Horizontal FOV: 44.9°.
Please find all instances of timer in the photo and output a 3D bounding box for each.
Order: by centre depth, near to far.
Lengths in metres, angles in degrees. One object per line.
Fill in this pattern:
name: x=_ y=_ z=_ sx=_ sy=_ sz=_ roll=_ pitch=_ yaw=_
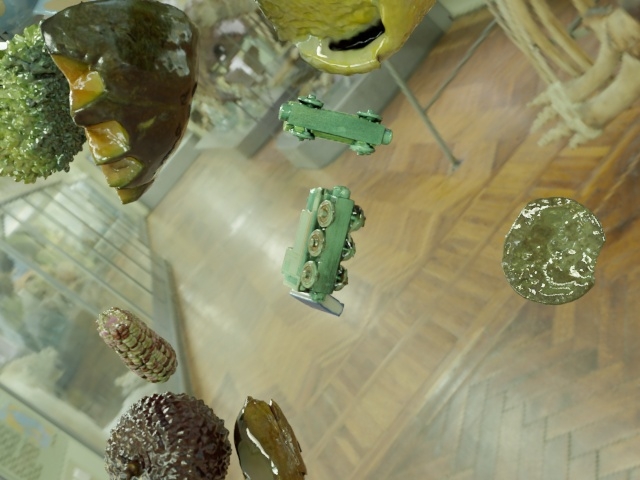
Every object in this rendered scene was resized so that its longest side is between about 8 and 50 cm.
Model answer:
timer: x=-0.521 y=-0.440 z=1.341 sx=0.256 sy=0.175 sz=0.175 roll=-16 pitch=30 yaw=26

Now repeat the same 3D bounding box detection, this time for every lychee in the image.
lychee: x=-0.316 y=0.438 z=1.590 sx=0.264 sy=0.264 sz=0.300 roll=-46 pitch=-17 yaw=15

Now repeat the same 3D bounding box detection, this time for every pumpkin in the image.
pumpkin: x=-0.171 y=-0.136 z=0.806 sx=0.149 sy=0.130 sz=0.254 roll=-23 pitch=-17 yaw=-6

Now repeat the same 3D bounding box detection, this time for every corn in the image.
corn: x=-0.352 y=0.201 z=1.503 sx=0.092 sy=0.092 sz=0.280 roll=-55 pitch=-24 yaw=-20

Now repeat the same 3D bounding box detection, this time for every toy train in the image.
toy train: x=0.000 y=0.000 z=1.278 sx=0.125 sy=0.081 sz=0.193 roll=22 pitch=100 yaw=54
toy train: x=0.030 y=-0.256 z=1.716 sx=0.157 sy=0.254 sz=0.105 roll=-125 pitch=46 yaw=-79

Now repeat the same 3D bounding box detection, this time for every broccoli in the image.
broccoli: x=-0.481 y=-0.221 z=1.209 sx=0.263 sy=0.244 sz=0.246 roll=100 pitch=169 yaw=-54

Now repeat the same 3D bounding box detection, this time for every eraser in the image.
eraser: x=-0.006 y=0.105 z=1.368 sx=0.085 sy=0.063 sz=0.027 roll=12 pitch=71 yaw=51

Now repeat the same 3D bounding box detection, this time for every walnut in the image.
walnut: x=-0.105 y=0.426 z=1.551 sx=0.137 sy=0.245 sz=0.137 roll=-26 pitch=-17 yaw=-9

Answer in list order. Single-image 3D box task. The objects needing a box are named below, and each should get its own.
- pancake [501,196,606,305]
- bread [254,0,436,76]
pancake: x=0.507 y=0.023 z=1.689 sx=0.223 sy=0.236 sz=0.042 roll=-7 pitch=1 yaw=16
bread: x=0.022 y=-0.261 z=0.694 sx=0.170 sy=0.197 sz=0.197 roll=-62 pitch=18 yaw=-22
